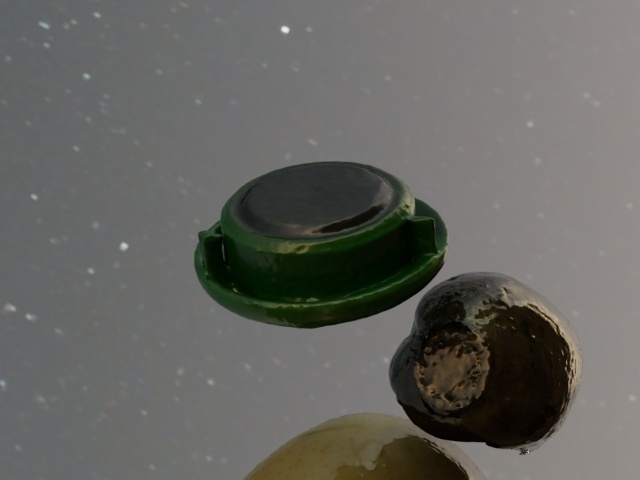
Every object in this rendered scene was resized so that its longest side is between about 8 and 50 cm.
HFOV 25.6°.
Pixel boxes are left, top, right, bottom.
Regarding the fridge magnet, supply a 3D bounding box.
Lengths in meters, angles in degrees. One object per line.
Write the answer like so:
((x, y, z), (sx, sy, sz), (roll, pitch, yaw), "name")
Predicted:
((0.000, 0.000, 1.139), (0.208, 0.208, 0.088), (-27, -56, -34), "fridge magnet")

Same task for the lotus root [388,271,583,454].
((0.155, 0.109, 1.257), (0.152, 0.160, 0.275), (-55, -17, 9), "lotus root")

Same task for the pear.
((0.045, 0.318, 1.339), (0.309, 0.309, 0.309), (-26, -50, -35), "pear")
